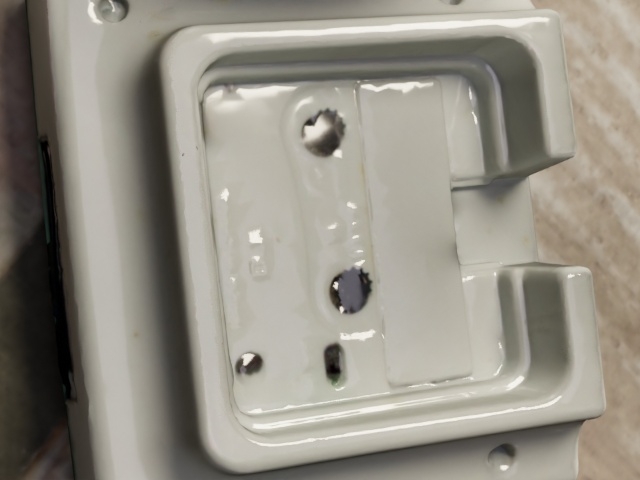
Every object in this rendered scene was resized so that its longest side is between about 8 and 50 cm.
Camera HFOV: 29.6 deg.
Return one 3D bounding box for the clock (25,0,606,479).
[{"bbox_3d":[0.000,0.000,0.539,0.231,0.116,0.262,-5,87,-22],"label":"clock"}]
